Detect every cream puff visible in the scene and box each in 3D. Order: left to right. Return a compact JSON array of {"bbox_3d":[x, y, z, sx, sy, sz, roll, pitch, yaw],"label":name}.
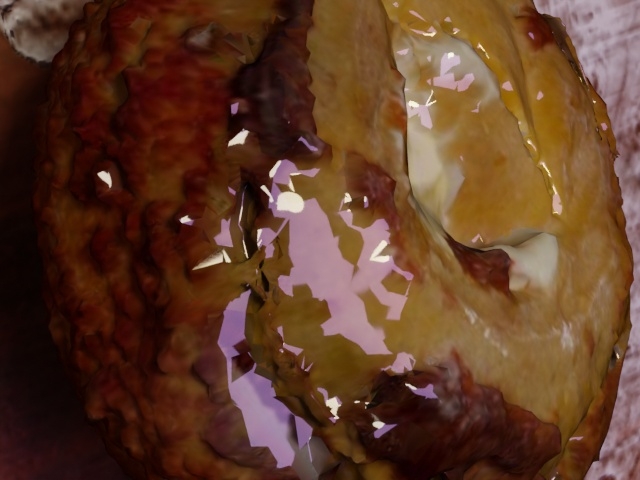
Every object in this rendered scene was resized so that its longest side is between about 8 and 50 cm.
[{"bbox_3d":[-0.002,0.002,0.879,0.350,0.228,0.350,28,53,-43],"label":"cream puff"}]
